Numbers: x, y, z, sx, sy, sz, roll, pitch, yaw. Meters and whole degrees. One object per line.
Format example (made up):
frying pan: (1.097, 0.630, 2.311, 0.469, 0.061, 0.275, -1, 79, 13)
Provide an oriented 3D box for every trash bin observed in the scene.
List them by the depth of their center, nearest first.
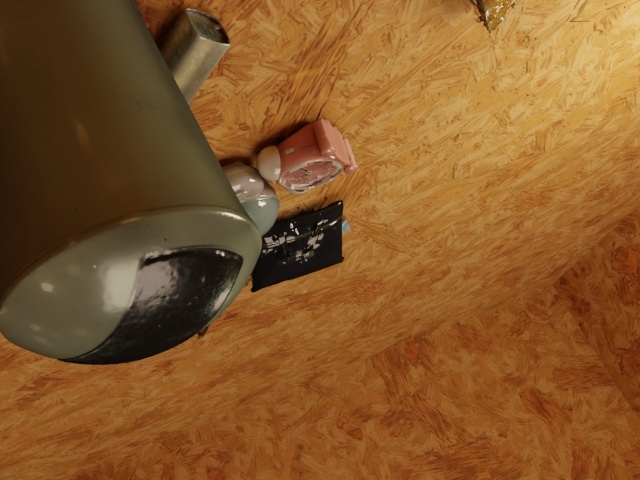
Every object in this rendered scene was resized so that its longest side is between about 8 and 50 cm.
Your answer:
trash bin: (-0.254, -0.074, 0.759, 0.280, 0.432, 0.280, -23, 158, -10)

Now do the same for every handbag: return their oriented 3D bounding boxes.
handbag: (-0.058, 0.013, 1.580, 0.254, 0.089, 0.211, -19, 138, -16)

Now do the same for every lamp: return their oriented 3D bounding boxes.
lamp: (-0.164, -0.057, 1.318, 0.179, 0.108, 0.246, -25, 157, -15)

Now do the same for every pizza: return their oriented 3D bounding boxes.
pizza: (0.290, -0.422, 1.082, 0.201, 0.053, 0.193, -28, 159, -27)

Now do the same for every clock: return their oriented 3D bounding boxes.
clock: (-0.032, -0.158, 1.278, 0.162, 0.093, 0.166, -24, 161, 18)

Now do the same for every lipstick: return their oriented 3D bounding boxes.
lipstick: (-0.225, -0.213, 0.950, 0.079, 0.077, 0.253, -1, 147, -47)

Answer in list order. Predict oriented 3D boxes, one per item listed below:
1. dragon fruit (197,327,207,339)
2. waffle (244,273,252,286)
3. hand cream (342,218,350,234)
dragon fruit: (-0.298, 0.159, 1.661, 0.102, 0.096, 0.147, -50, -169, 51)
waffle: (-0.214, 0.077, 1.625, 0.194, 0.051, 0.149, -5, 148, -42)
hand cream: (0.000, 0.000, 1.699, 0.170, 0.043, 0.065, -29, 157, 0)
